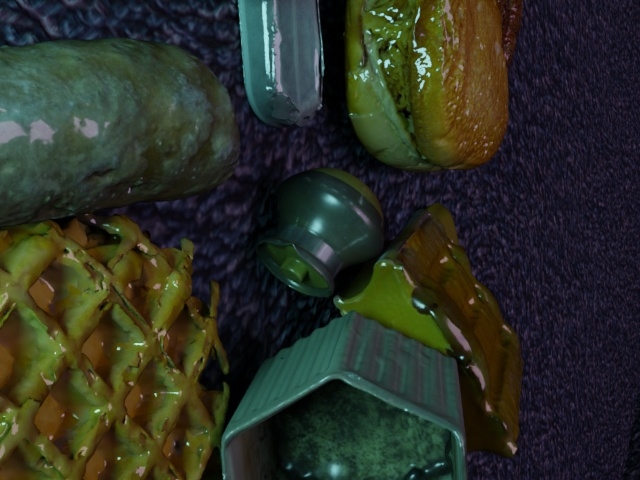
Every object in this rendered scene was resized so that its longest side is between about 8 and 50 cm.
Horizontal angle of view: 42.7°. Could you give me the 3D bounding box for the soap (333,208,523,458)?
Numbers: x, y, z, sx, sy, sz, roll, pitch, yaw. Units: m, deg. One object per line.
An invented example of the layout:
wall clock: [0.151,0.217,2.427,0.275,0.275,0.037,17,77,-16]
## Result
soap: [0.140,0.110,0.994,0.259,0.143,0.281,59,23,-3]

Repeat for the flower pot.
flower pot: [0.033,0.201,0.778,0.209,0.239,0.189,-65,178,14]

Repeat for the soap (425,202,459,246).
soap: [0.180,0.013,1.236,0.089,0.045,0.140,-39,122,-47]

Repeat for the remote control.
remote control: [-0.041,-0.245,0.878,0.104,0.052,0.247,-16,105,-52]

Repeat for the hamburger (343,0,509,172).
hamburger: [0.143,-0.233,1.059,0.314,0.170,0.290,7,87,-59]

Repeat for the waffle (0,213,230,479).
waffle: [-0.191,0.162,0.608,0.382,0.095,0.380,-5,93,-60]

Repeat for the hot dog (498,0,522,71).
hot dog: [0.290,-0.366,1.384,0.144,0.075,0.268,41,54,-47]

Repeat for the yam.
yam: [-0.202,-0.071,0.554,0.330,0.133,0.133,-18,105,-50]

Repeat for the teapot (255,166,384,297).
teapot: [0.000,0.000,0.892,0.119,0.130,0.166,-55,164,-23]
